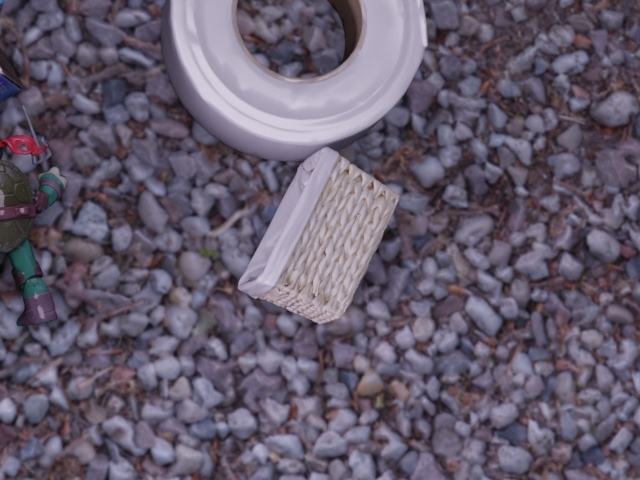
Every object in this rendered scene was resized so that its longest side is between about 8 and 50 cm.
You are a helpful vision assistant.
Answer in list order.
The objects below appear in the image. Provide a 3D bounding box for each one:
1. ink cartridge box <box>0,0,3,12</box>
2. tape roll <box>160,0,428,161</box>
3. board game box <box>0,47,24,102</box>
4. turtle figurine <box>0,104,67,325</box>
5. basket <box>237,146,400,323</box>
[{"bbox_3d":[-0.404,-0.292,1.957,0.088,0.052,0.122,-20,88,-14],"label":"ink cartridge box"},{"bbox_3d":[-0.030,-0.233,2.001,0.286,0.100,0.286,2,80,-11],"label":"tape roll"},{"bbox_3d":[-0.492,-0.185,1.846,0.291,0.141,0.232,-31,89,-2],"label":"board game box"},{"bbox_3d":[-0.345,-0.024,1.900,0.175,0.118,0.234,-8,88,-13],"label":"turtle figurine"},{"bbox_3d":[0.000,0.000,1.965,0.103,0.113,0.167,29,76,-10],"label":"basket"}]
